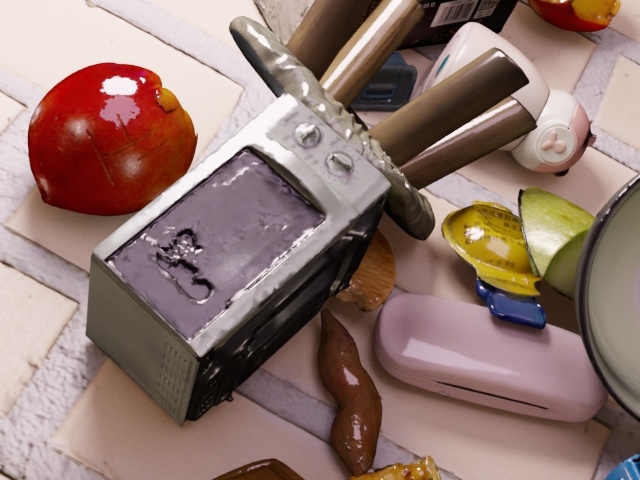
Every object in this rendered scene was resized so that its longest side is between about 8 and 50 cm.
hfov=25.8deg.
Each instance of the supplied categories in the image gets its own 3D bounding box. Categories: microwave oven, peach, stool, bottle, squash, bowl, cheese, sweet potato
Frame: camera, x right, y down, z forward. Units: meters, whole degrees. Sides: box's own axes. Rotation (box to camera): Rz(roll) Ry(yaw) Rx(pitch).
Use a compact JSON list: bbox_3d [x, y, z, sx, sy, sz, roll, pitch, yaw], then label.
[{"bbox_3d":[-0.086,0.027,1.522,0.181,0.237,0.295,41,62,12],"label":"microwave oven"},{"bbox_3d":[0.378,-0.379,2.114,0.151,0.118,0.151,-6,54,8],"label":"peach"},{"bbox_3d":[0.080,-0.189,1.691,0.226,0.310,0.310,-43,76,1],"label":"stool"},{"bbox_3d":[0.262,-0.177,1.902,0.236,0.147,0.148,31,49,-6],"label":"bottle"},{"bbox_3d":[0.335,-0.008,1.781,0.192,0.085,0.184,29,38,-40],"label":"squash"},{"bbox_3d":[0.459,0.057,1.668,0.353,0.185,0.354,0,95,-3],"label":"bowl"},{"bbox_3d":[-0.252,-0.115,1.636,0.197,0.197,0.197,10,51,-13],"label":"peach"},{"bbox_3d":[0.226,0.026,1.751,0.156,0.064,0.250,15,32,-12],"label":"cheese"},{"bbox_3d":[0.034,0.171,1.603,0.065,0.051,0.218,0,55,-16],"label":"sweet potato"}]

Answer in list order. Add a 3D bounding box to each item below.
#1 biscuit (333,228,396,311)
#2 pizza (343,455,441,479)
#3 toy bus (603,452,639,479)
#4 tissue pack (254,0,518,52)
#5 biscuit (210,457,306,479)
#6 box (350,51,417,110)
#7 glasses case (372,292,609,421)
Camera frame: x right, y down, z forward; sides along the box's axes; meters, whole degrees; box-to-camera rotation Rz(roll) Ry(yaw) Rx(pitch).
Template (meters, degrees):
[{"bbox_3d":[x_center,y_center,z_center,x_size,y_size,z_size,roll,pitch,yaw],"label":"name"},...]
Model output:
[{"bbox_3d":[0.000,0.001,1.719,0.224,0.033,0.144,29,41,13],"label":"biscuit"},{"bbox_3d":[0.058,0.342,1.449,0.161,0.085,0.305,31,53,-7],"label":"pizza"},{"bbox_3d":[0.397,0.329,1.596,0.106,0.090,0.185,-7,58,-23],"label":"toy bus"},{"bbox_3d":[0.110,-0.385,1.955,0.370,0.210,0.198,-11,55,-29],"label":"tissue pack"},{"bbox_3d":[-0.084,0.315,1.410,0.215,0.034,0.182,-38,45,-25],"label":"biscuit"},{"bbox_3d":[0.075,-0.221,1.908,0.099,0.074,0.054,-1,41,-22],"label":"box"},{"bbox_3d":[0.206,0.140,1.675,0.296,0.075,0.113,14,48,-9],"label":"glasses case"}]
